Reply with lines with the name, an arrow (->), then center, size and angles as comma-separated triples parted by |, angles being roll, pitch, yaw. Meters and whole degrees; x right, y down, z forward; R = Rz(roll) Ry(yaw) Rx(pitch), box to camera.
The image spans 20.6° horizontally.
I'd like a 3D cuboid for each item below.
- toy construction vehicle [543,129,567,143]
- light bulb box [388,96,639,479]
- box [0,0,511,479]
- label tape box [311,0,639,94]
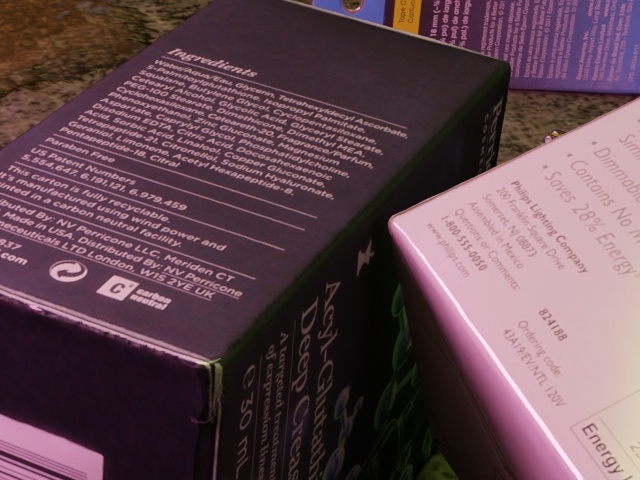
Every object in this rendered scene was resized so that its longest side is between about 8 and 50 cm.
toy construction vehicle -> 0.237, -0.061, 1.566 | 0.098, 0.035, 0.086 | 19, 24, 17
light bulb box -> 0.284, 0.090, 0.950 | 0.361, 0.225, 0.358 | -26, 51, -10
box -> -0.064, 0.064, 1.073 | 0.212, 0.293, 0.395 | 18, 35, 19
label tape box -> 0.157, -0.272, 1.692 | 0.334, 0.240, 0.106 | 2, 32, -4
